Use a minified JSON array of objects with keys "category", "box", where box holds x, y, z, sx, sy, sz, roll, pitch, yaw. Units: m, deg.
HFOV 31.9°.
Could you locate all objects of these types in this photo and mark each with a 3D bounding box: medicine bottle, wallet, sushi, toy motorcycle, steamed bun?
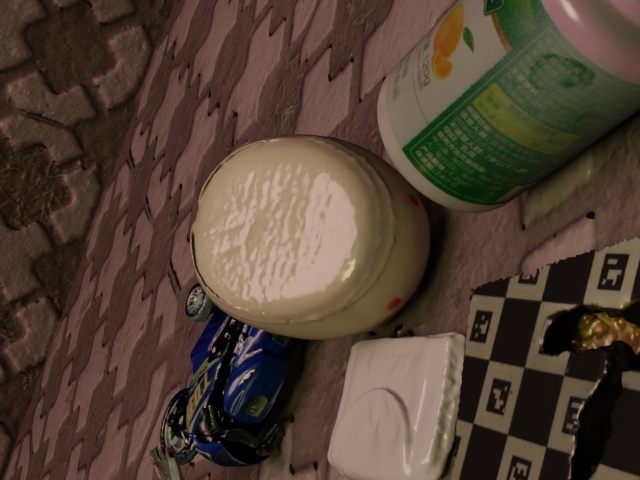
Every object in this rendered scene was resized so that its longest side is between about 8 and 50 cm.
[{"category":"medicine bottle","box":[0.155,-0.128,0.714,0.274,0.133,0.133,-39,38,54]},{"category":"wallet","box":[0.056,0.134,0.900,0.183,0.032,0.124,-17,56,67]},{"category":"sushi","box":[0.167,0.092,0.630,0.279,0.043,0.193,-31,46,60]},{"category":"toy motorcycle","box":[-0.068,0.118,1.130,0.315,0.113,0.169,-59,34,13]},{"category":"steamed bun","box":[0.000,0.000,0.979,0.228,0.130,0.177,6,81,39]}]

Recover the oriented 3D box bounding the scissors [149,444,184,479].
[{"category":"scissors","box":[-0.138,0.302,1.158,0.133,0.020,0.187,-25,82,62]}]
